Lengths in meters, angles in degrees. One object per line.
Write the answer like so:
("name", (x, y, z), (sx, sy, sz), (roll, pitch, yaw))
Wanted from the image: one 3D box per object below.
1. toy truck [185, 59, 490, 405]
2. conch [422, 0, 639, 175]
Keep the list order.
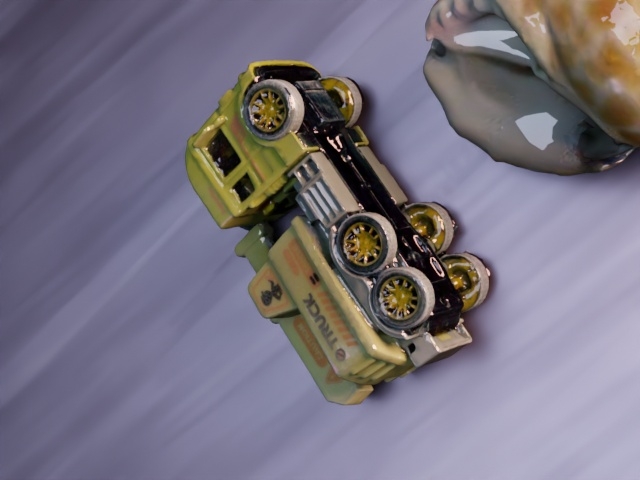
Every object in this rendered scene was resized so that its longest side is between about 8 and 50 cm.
("toy truck", (0.000, 0.000, 0.841), (0.100, 0.077, 0.169), (-41, 76, 27))
("conch", (0.134, -0.094, 0.786), (0.173, 0.106, 0.116), (-14, 101, 37))
